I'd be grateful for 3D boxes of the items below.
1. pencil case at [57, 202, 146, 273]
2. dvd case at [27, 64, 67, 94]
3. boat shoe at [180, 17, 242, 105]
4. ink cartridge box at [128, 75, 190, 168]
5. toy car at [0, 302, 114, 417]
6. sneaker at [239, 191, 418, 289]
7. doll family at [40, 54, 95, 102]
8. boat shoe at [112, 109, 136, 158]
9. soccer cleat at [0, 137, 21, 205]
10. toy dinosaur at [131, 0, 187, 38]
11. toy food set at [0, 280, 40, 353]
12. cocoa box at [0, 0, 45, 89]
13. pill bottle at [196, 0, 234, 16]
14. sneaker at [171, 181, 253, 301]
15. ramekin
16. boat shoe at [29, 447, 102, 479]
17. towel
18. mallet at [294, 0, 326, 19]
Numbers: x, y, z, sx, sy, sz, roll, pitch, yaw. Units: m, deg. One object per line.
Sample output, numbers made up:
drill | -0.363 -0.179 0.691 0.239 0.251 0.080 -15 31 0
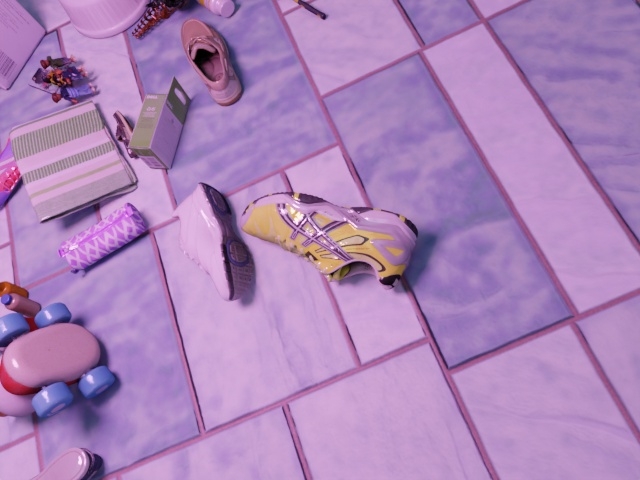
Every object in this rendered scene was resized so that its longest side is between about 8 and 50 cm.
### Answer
pencil case | -0.518 -0.010 1.405 0.206 0.088 0.086 -32 66 0
dvd case | -0.777 -0.467 1.705 0.119 0.013 0.087 23 76 21
boat shoe | -0.296 -0.485 1.533 0.109 0.098 0.302 -28 64 3
ink cartridge box | -0.397 -0.294 1.477 0.062 0.109 0.209 6 70 16
toy car | -0.614 0.298 1.279 0.238 0.210 0.219 -46 76 25
sneaker | 0.000 0.000 1.229 0.384 0.145 0.147 8 70 20
doll family | -0.703 -0.442 1.623 0.111 0.076 0.193 -22 47 -33
boat shoe | -0.505 -0.275 1.528 0.049 0.056 0.152 -34 64 -6
soccer cleat | -0.811 -0.193 1.567 0.095 0.083 0.248 12 69 15
toy dinosaur | -0.407 -0.690 1.614 0.164 0.218 0.322 21 105 7
toy food set | -0.717 0.207 1.359 0.111 0.104 0.232 -3 68 14
cocoa box | -1.011 -0.632 1.651 0.228 0.347 0.231 19 75 22
pill bottle | -0.290 -0.660 1.623 0.065 0.065 0.116 -45 65 -6
sneaker | -0.244 0.015 1.326 0.129 0.111 0.297 -34 59 17
ramekin | -0.636 -0.733 1.713 0.272 0.127 0.273 -5 67 13
boat shoe | -0.566 0.515 1.206 0.254 0.079 0.095 -40 61 -6
towel | -0.640 -0.210 1.512 0.247 0.038 0.325 -25 64 -18
mallet | -0.061 -0.631 1.571 0.189 0.062 0.039 39 83 10
